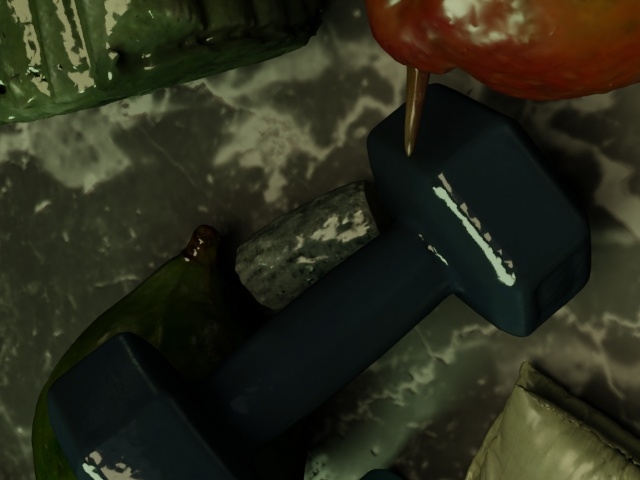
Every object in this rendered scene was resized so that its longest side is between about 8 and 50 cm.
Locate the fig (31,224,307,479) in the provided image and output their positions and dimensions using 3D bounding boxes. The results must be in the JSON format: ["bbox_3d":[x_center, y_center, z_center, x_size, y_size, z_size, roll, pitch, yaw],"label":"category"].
[{"bbox_3d":[-0.100,0.115,0.905,0.195,0.195,0.245,0,68,28],"label":"fig"}]

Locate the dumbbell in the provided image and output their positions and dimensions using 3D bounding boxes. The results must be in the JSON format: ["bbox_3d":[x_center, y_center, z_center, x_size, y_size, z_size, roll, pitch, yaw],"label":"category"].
[{"bbox_3d":[0.003,0.056,0.750,0.325,0.144,0.160,-39,95,-8],"label":"dumbbell"}]

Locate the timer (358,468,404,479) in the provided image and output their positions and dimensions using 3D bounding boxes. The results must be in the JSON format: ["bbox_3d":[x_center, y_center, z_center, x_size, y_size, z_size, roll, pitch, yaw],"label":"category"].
[{"bbox_3d":[0.066,0.288,0.812,0.250,0.232,0.091,42,115,12],"label":"timer"}]

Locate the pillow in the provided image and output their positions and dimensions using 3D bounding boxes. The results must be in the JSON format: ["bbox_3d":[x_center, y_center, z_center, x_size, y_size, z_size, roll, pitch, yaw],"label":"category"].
[{"bbox_3d":[0.172,0.178,0.815,0.181,0.078,0.134,35,116,17],"label":"pillow"}]

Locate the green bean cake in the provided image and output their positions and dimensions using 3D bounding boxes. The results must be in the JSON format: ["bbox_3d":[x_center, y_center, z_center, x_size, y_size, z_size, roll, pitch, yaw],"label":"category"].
[{"bbox_3d":[-0.128,-0.151,0.808,0.227,0.222,0.125,-9,98,33],"label":"green bean cake"}]

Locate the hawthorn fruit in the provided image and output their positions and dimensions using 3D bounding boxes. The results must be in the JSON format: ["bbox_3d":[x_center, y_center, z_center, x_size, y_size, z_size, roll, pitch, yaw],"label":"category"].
[{"bbox_3d":[0.119,-0.159,0.663,0.262,0.210,0.210,-43,81,6],"label":"hawthorn fruit"}]

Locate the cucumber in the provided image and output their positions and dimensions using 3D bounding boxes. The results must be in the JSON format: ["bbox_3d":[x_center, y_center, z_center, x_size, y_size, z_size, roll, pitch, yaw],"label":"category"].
[{"bbox_3d":[-0.001,0.001,0.871,0.112,0.064,0.064,-32,87,28],"label":"cucumber"}]
